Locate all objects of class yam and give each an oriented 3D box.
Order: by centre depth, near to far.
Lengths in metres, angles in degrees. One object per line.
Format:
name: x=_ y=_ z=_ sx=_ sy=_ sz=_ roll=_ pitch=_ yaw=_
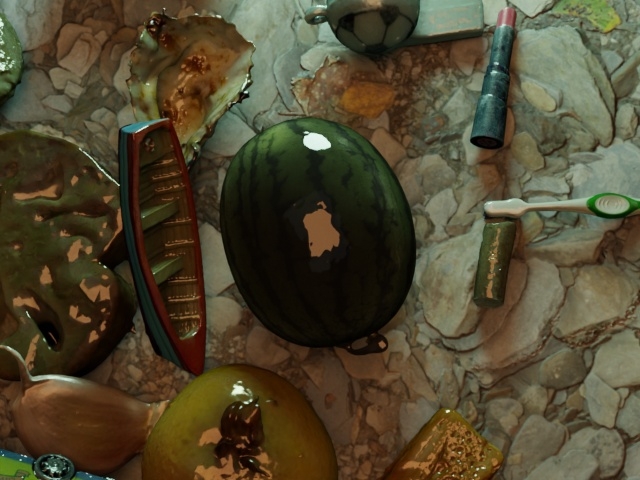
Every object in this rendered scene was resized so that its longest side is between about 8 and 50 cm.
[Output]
yam: x=0.266 y=0.035 z=1.634 sx=0.054 sy=0.054 sz=0.132 roll=10 pitch=79 yaw=4

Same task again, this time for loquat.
loquat: x=-0.110 y=0.302 z=1.478 sx=0.274 sy=0.275 sz=0.275 roll=0 pitch=77 yaw=2

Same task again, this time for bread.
bread: x=0.136 y=0.374 z=1.549 sx=0.139 sy=0.077 sz=0.271 roll=39 pitch=80 yaw=14

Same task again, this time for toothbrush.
toothbrush: x=0.460 y=-0.054 z=1.653 sx=0.417 sy=0.040 sz=0.042 roll=-3 pitch=75 yaw=2

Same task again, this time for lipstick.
lipstick: x=0.281 y=-0.264 z=1.702 sx=0.053 sy=0.053 sz=0.234 roll=9 pitch=76 yaw=4

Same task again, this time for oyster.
oyster: x=-0.208 y=-0.186 z=1.662 sx=0.197 sy=0.133 sz=0.337 roll=8 pitch=83 yaw=8

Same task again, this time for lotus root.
lotus root: x=-0.449 y=0.028 z=1.628 sx=0.374 sy=0.111 sz=0.391 roll=-9 pitch=80 yaw=13

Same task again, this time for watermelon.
watermelon: x=0.000 y=0.000 z=1.537 sx=0.278 sy=0.279 sz=0.359 roll=-16 pitch=80 yaw=-1

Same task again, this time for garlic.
garlic: x=-0.375 y=0.258 z=1.542 sx=0.266 sy=0.128 sz=0.148 roll=25 pitch=76 yaw=-28

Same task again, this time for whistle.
whistle: x=0.117 y=-0.373 z=1.681 sx=0.289 sy=0.163 sz=0.164 roll=-9 pitch=77 yaw=1

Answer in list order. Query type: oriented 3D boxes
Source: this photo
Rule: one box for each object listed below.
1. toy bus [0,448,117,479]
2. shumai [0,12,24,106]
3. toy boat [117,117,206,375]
toy bus: x=-0.446 y=0.383 z=1.447 sx=0.312 sy=0.190 sz=0.152 roll=17 pitch=118 yaw=-4
shumai: x=-0.623 y=-0.269 z=1.714 sx=0.272 sy=0.203 sz=0.222 roll=-14 pitch=76 yaw=-37
toy boat: x=-0.232 y=0.017 z=1.566 sx=0.079 sy=0.136 sz=0.392 roll=6 pitch=113 yaw=30
